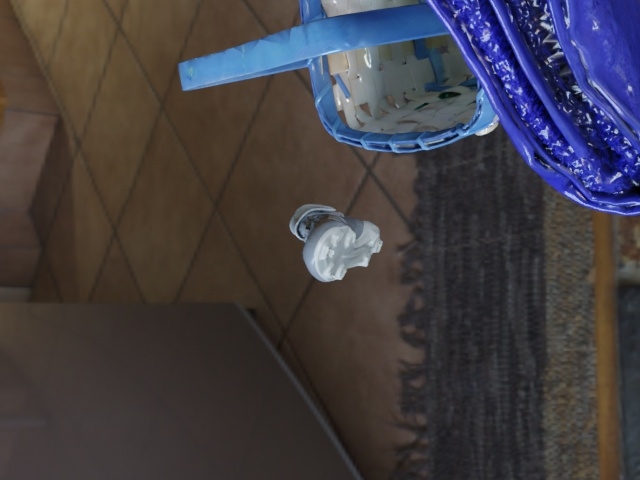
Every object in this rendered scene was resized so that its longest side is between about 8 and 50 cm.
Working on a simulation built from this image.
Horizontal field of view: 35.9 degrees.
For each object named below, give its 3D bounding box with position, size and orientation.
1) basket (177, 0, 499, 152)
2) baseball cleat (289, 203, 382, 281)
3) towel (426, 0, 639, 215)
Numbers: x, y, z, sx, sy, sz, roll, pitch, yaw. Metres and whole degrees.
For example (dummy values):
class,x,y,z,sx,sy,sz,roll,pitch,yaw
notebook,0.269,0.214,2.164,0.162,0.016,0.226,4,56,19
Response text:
class,x,y,z,sx,sy,sz,roll,pitch,yaw
basket,0.054,-0.172,0.825,0.255,0.289,0.201,6,106,58
baseball cleat,0.000,0.000,1.146,0.109,0.206,0.072,22,97,19
towel,0.114,-0.183,0.523,0.076,0.227,0.308,-15,37,29
